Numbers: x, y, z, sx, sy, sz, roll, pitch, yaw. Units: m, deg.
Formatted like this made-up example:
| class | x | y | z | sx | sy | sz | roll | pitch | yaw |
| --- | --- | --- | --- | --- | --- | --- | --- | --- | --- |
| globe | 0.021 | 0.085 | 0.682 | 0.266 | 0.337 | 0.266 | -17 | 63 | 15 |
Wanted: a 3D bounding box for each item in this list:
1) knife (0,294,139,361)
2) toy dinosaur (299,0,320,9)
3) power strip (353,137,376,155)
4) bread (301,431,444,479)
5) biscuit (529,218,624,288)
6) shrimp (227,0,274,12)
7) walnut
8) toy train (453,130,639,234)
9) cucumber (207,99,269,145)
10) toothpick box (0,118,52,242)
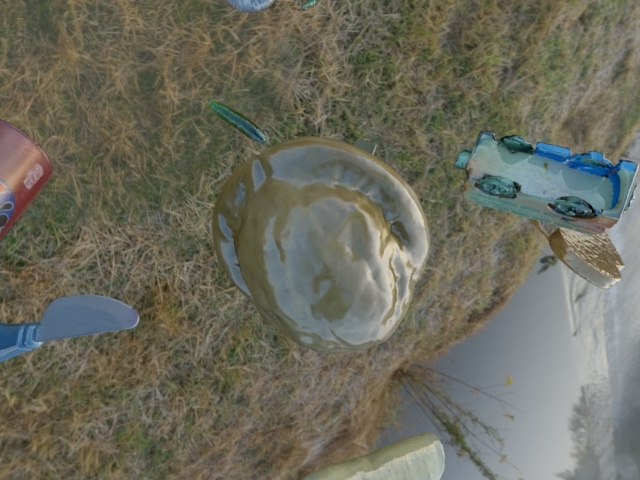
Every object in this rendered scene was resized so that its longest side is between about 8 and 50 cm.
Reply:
| class | x | y | z | sx | sy | sz | roll | pitch | yaw |
| --- | --- | --- | --- | --- | --- | --- | --- | --- | --- |
| knife | -0.305 | 0.094 | 0.483 | 0.244 | 0.058 | 0.032 | -16 | 152 | 16 |
| toy dinosaur | -0.029 | -0.617 | 1.083 | 0.062 | 0.083 | 0.021 | -30 | 152 | 1 |
| power strip | 0.141 | -0.290 | 1.450 | 0.028 | 0.076 | 0.168 | 97 | 12 | -51 |
| bread | 0.047 | 0.288 | 0.478 | 0.178 | 0.060 | 0.139 | -1 | 128 | -33 |
| biscuit | 0.549 | -0.034 | 0.961 | 0.269 | 0.376 | 0.051 | 33 | 126 | -7 |
| shrimp | -0.212 | -0.620 | 0.861 | 0.343 | 0.116 | 0.145 | 47 | 127 | -8 |
| walnut | 0.006 | 0.004 | 0.758 | 0.384 | 0.383 | 0.383 | -15 | 121 | -26 |
| toy train | 0.254 | -0.069 | 0.498 | 0.099 | 0.188 | 0.072 | 25 | 86 | -65 |
| cucumber | -0.187 | -0.275 | 0.995 | 0.168 | 0.039 | 0.039 | 32 | 95 | -14 |
| toothpick box | -0.716 | -0.068 | 0.836 | 0.204 | 0.333 | 0.204 | 6 | 143 | 5 |
